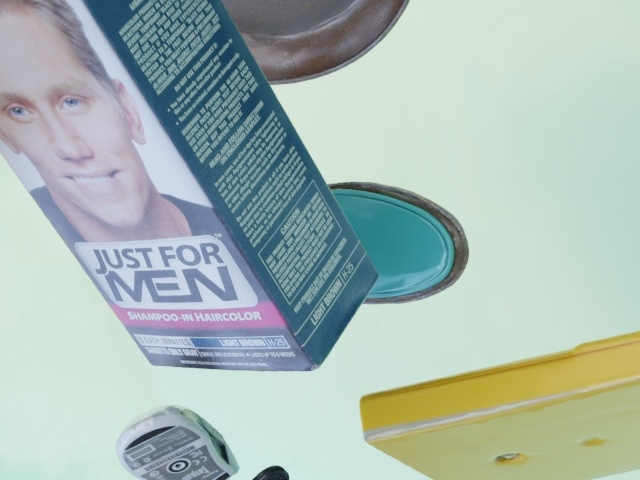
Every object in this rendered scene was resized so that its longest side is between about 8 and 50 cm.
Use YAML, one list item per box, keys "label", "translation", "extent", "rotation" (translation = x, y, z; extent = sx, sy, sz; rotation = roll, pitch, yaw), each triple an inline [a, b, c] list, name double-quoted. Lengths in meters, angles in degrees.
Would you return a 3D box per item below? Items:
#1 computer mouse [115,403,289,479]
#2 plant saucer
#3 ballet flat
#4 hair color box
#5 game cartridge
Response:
- label: "computer mouse"
  translation: [-0.100, 0.174, 1.069]
  extent: [0.193, 0.106, 0.042]
  rotation: [60, -173, -50]
- label: "plant saucer"
  translation: [-0.063, -0.273, 1.143]
  extent: [0.310, 0.050, 0.311]
  rotation: [8, 130, 10]
- label: "ballet flat"
  translation: [0.000, 0.000, 1.204]
  extent: [0.316, 0.106, 0.108]
  rotation: [2, 95, 30]
- label: "hair color box"
  translation: [-0.119, -0.068, 0.919]
  extent: [0.174, 0.105, 0.347]
  rotation: [-3, 128, 40]
- label: "game cartridge"
  translation: [0.235, 0.153, 1.190]
  extent: [0.285, 0.323, 0.053]
  rotation: [39, -142, -57]
